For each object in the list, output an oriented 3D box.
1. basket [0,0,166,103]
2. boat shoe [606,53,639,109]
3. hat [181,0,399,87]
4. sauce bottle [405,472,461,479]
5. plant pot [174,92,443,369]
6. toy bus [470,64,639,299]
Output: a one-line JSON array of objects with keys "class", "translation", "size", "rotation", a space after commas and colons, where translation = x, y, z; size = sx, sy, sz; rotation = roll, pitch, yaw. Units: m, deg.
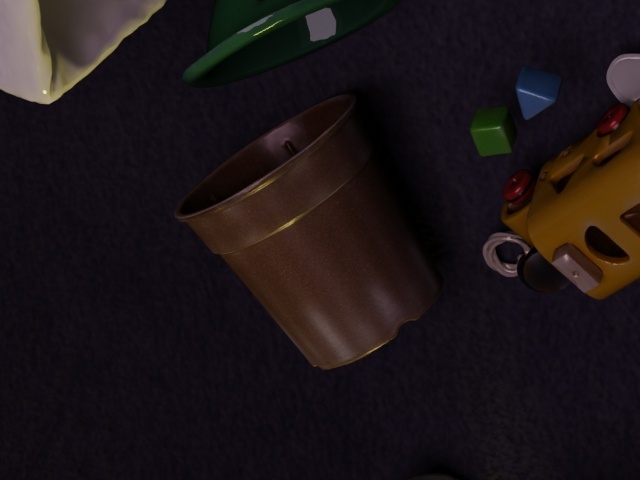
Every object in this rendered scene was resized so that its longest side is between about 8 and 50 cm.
[{"class": "basket", "translation": [-0.214, -0.327, 1.212], "size": [0.266, 0.328, 0.331], "rotation": [18, 133, 22]}, {"class": "boat shoe", "translation": [0.267, -0.098, 1.288], "size": [0.125, 0.038, 0.046], "rotation": [25, 98, 12]}, {"class": "hat", "translation": [-0.042, -0.235, 1.319], "size": [0.183, 0.208, 0.173], "rotation": [66, 153, 4]}, {"class": "sauce bottle", "translation": [0.045, 0.355, 1.515], "size": [0.111, 0.111, 0.344], "rotation": [31, 120, 10]}, {"class": "plant pot", "translation": [0.000, 0.000, 1.377], "size": [0.167, 0.167, 0.165], "rotation": [-26, 105, 29]}, {"class": "toy bus", "translation": [0.198, -0.012, 1.284], "size": [0.191, 0.104, 0.202], "rotation": [6, 131, 16]}]
